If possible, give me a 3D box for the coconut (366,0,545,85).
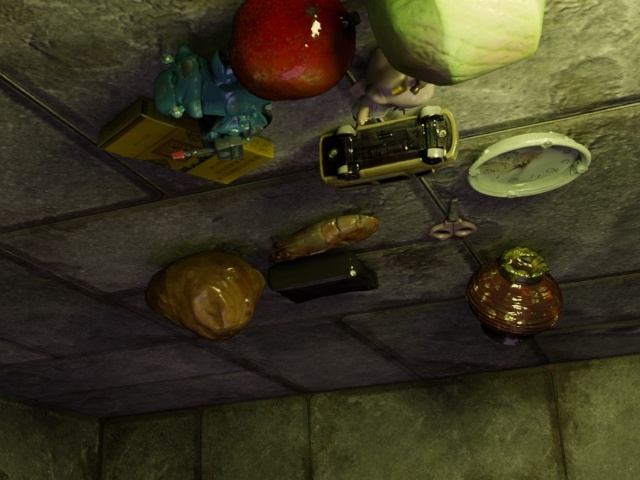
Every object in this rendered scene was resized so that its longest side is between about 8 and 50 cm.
[{"bbox_3d":[0.180,-0.302,1.145,0.236,0.204,0.235,-15,137,-15],"label":"coconut"}]

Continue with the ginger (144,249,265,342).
[{"bbox_3d":[-0.277,0.118,2.190,0.269,0.200,0.223,33,122,9],"label":"ginger"}]

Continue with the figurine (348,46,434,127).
[{"bbox_3d":[0.114,-0.245,1.419,0.137,0.111,0.229,-24,176,-26],"label":"figurine"}]

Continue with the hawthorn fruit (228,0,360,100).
[{"bbox_3d":[-0.028,-0.268,1.248,0.188,0.169,0.169,-2,162,31],"label":"hawthorn fruit"}]

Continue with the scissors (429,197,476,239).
[{"bbox_3d":[0.299,-0.047,2.064,0.110,0.021,0.212,-6,159,4],"label":"scissors"}]

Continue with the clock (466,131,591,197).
[{"bbox_3d":[0.395,-0.152,1.757,0.237,0.053,0.236,-4,159,-2],"label":"clock"}]

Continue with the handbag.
[{"bbox_3d":[0.008,0.094,2.329,0.247,0.080,0.223,-11,165,14],"label":"handbag"}]

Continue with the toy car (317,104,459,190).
[{"bbox_3d":[0.129,-0.158,1.650,0.257,0.101,0.124,-9,162,21],"label":"toy car"}]

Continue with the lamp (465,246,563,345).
[{"bbox_3d":[0.484,0.136,2.288,0.247,0.246,0.247,-2,159,-1],"label":"lamp"}]

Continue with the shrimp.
[{"bbox_3d":[0.000,0.001,2.104,0.294,0.062,0.154,-16,161,27],"label":"shrimp"}]

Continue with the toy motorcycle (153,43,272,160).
[{"bbox_3d":[-0.164,-0.217,1.441,0.182,0.123,0.272,-12,159,-5],"label":"toy motorcycle"}]

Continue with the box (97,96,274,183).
[{"bbox_3d":[-0.239,-0.173,1.654,0.279,0.040,0.153,14,155,-38],"label":"box"}]
